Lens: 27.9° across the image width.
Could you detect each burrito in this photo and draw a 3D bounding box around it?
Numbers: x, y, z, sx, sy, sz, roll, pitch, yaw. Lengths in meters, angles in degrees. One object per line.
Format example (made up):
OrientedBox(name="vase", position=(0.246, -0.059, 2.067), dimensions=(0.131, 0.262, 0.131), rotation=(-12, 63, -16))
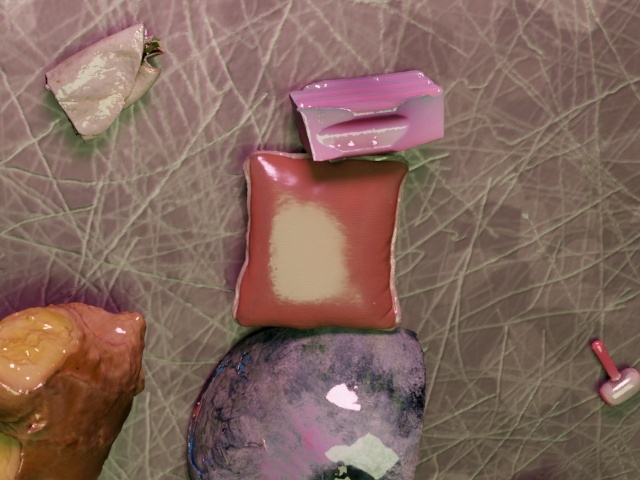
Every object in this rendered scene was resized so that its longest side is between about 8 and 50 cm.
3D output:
OrientedBox(name="burrito", position=(-0.194, -0.150, 1.190), dimensions=(0.118, 0.044, 0.074), rotation=(-34, 118, 1))

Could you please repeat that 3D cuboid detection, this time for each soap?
OrientedBox(name="soap", position=(0.043, -0.120, 1.238), dimensions=(0.149, 0.100, 0.056), rotation=(-9, 113, -13))

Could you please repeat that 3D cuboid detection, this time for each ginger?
OrientedBox(name="ginger", position=(-0.255, 0.181, 1.242), dimensions=(0.219, 0.123, 0.270), rotation=(-32, 144, -44))

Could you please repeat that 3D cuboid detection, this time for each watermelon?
OrientedBox(name="watermelon", position=(-0.027, 0.229, 1.314), dimensions=(0.188, 0.175, 0.322), rotation=(14, 105, -21))

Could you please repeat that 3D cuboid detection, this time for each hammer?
OrientedBox(name="hammer", position=(0.330, 0.147, 1.464), dimensions=(0.052, 0.031, 0.083), rotation=(-35, 110, -4))

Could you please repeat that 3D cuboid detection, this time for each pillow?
OrientedBox(name="pillow", position=(0.000, 0.000, 1.282), dimensions=(0.171, 0.075, 0.179), rotation=(2, 99, -12))
